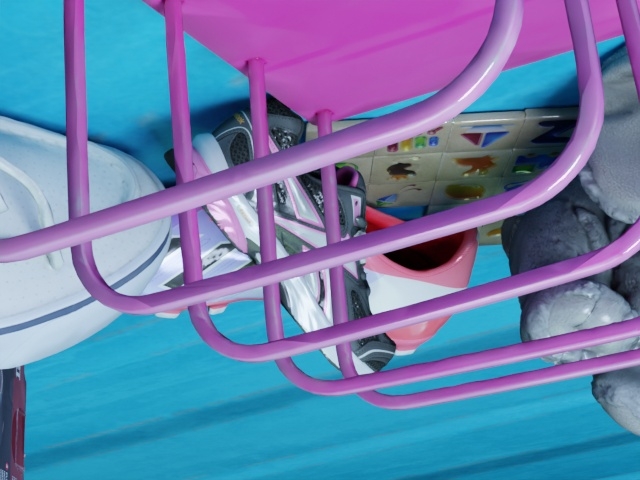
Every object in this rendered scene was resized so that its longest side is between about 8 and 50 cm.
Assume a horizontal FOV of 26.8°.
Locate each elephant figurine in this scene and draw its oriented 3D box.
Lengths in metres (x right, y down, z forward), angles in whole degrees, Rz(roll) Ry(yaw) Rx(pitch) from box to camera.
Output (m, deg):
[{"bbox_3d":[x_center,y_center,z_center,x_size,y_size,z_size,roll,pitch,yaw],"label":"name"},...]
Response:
[{"bbox_3d":[0.209,-0.028,0.672,0.239,0.186,0.169,-58,169,20],"label":"elephant figurine"}]

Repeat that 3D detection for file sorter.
[{"bbox_3d":[0.023,-0.054,0.494,0.202,0.182,0.291,-15,157,25],"label":"file sorter"}]

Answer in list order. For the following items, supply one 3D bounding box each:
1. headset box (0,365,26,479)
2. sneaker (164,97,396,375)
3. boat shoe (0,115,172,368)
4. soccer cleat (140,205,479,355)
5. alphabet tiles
[{"bbox_3d":[-0.263,0.101,0.797,0.110,0.218,0.293,-5,160,6],"label":"headset box"},{"bbox_3d":[0.000,0.000,0.713,0.077,0.072,0.178,-38,125,-3],"label":"sneaker"},{"bbox_3d":[-0.204,-0.034,0.582,0.367,0.135,0.156,-4,138,-40],"label":"boat shoe"},{"bbox_3d":[-0.027,0.000,0.788,0.248,0.083,0.095,15,125,-18],"label":"soccer cleat"},{"bbox_3d":[0.107,-0.034,0.817,0.237,0.009,0.198,-4,159,-3],"label":"alphabet tiles"}]
